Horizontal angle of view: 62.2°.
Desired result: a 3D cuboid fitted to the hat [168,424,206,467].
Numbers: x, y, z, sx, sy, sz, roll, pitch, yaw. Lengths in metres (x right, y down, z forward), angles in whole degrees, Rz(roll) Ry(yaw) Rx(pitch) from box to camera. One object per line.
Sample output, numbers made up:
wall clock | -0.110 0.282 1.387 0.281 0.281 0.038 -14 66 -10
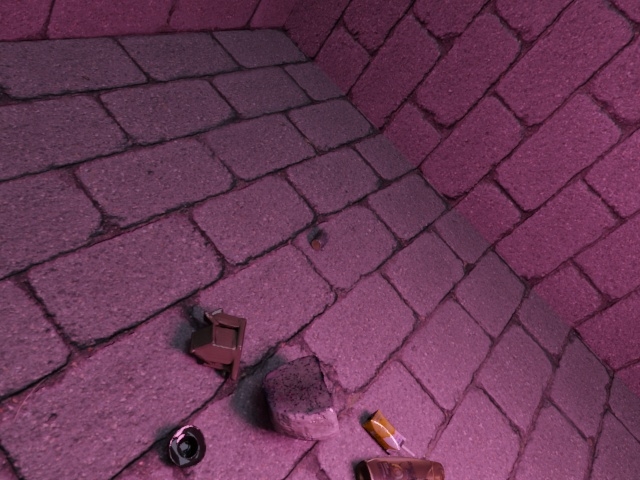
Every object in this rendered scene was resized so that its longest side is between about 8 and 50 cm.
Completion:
hat | -0.385 0.596 1.529 0.121 0.050 0.121 18 50 -23

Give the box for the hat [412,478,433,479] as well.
hat | 0.354 0.936 1.750 0.266 0.128 0.265 19 36 -15

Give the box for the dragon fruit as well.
dragon fruit | -0.066 0.544 1.730 0.221 0.203 0.283 -12 29 -11

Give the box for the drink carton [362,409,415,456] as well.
drink carton | 0.250 0.712 1.918 0.200 0.074 0.084 47 40 6

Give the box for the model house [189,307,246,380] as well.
model house | -0.336 0.332 1.767 0.188 0.122 0.229 21 38 -16

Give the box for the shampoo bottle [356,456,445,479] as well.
shampoo bottle | 0.287 0.818 1.842 0.350 0.084 0.125 14 46 -30

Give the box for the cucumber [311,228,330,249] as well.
cucumber | 0.001 -0.001 2.403 0.064 0.064 0.112 38 41 -4
